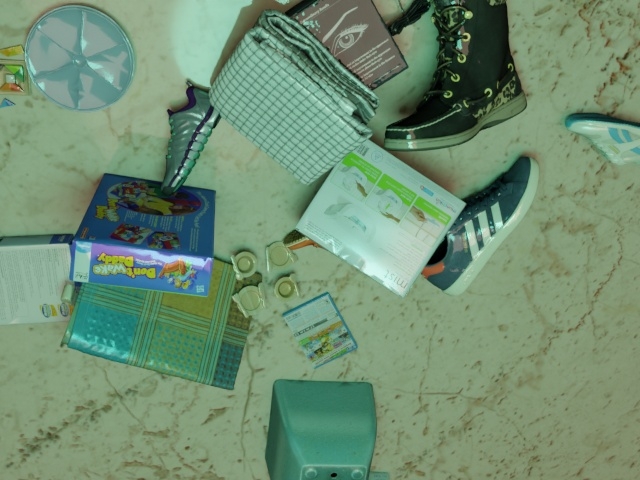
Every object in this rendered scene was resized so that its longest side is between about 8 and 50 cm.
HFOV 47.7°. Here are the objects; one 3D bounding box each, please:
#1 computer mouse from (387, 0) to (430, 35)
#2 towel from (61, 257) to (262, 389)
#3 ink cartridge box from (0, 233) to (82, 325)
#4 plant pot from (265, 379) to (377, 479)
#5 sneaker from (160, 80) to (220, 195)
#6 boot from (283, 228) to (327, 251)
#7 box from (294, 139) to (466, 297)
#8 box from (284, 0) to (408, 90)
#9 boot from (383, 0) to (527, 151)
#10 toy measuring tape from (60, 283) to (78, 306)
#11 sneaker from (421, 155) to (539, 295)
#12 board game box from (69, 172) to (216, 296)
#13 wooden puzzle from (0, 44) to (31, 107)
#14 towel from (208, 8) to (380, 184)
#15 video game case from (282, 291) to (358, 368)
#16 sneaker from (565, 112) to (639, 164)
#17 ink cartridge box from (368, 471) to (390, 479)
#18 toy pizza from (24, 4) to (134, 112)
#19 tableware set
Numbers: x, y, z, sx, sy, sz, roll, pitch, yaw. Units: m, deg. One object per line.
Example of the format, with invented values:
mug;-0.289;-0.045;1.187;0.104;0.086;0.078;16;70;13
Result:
computer mouse;0.140;-0.499;1.380;0.106;0.042;0.193;-34;114;-13
towel;-0.320;0.140;1.514;0.370;0.040;0.272;21;73;-23
ink cartridge box;-0.622;0.084;1.529;0.311;0.065;0.186;-2;113;-4
plant pot;0.010;0.502;1.689;0.247;0.252;0.248;3;113;-10
sneaker;-0.278;-0.201;1.437;0.098;0.083;0.224;29;85;-7
boot;0.000;0.000;1.580;0.157;0.059;0.085;-19;119;0
box;0.117;-0.049;1.471;0.262;0.127;0.231;32;92;-1
box;0.049;-0.386;1.391;0.153;0.108;0.207;-31;113;6
boot;0.246;-0.337;1.366;0.377;0.138;0.284;-25;114;-32
toy measuring tape;-0.383;0.165;1.540;0.121;0.121;0.330;-44;129;11
sneaker;0.328;-0.051;1.566;0.148;0.131;0.350;31;101;-8
board game box;-0.320;-0.020;1.368;0.233;0.347;0.078;8;112;-11
wooden puzzle;-0.595;-0.313;1.388;0.078;0.014;0.116;-5;114;-5
towel;-0.047;-0.265;1.355;0.283;0.121;0.235;38;146;-11
video game case;0.001;0.212;1.692;0.119;0.015;0.166;-27;114;3
sneaker;0.630;-0.215;1.556;0.228;0.087;0.092;12;113;-10
ink cartridge box;0.071;0.648;1.871;0.207;0.046;0.097;6;111;-10
toy pizza;-0.458;-0.346;1.383;0.201;0.032;0.201;-3;114;-7
tableware set;-0.119;0.081;1.578;0.168;0.020;0.141;-17;97;-21
